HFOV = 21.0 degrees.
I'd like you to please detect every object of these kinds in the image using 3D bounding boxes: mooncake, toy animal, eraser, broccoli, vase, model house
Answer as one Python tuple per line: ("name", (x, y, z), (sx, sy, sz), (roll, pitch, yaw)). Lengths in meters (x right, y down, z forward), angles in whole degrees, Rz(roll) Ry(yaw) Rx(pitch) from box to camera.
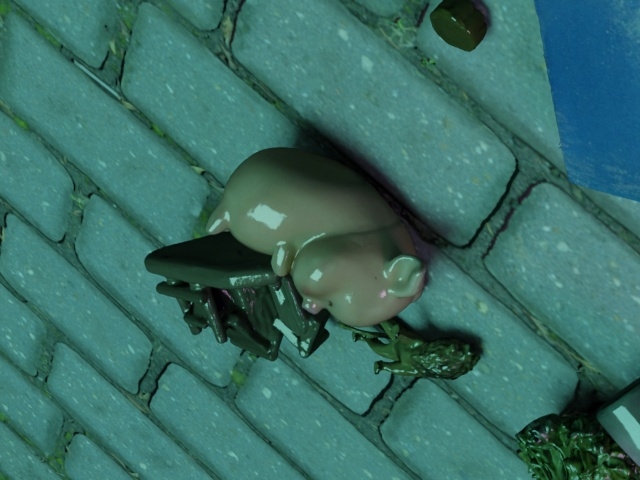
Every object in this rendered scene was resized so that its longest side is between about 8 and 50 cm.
("mooncake", (0.137, -0.300, 1.538), (0.150, 0.057, 0.347), (33, 145, 0))
("toy animal", (0.089, 0.125, 2.046), (0.220, 0.086, 0.069), (19, 100, 45))
("eraser", (0.265, -0.169, 1.542), (0.144, 0.042, 0.311), (17, 137, 38))
("broccoli", (0.247, 0.306, 1.867), (0.177, 0.275, 0.198), (42, 154, 4))
("vase", (0.382, 0.240, 1.784), (0.214, 0.086, 0.086), (53, 149, 5))
("toy animal", (0.006, -0.006, 1.933), (0.250, 0.166, 0.154), (38, 104, 4))
("model house", (-0.089, 0.075, 2.161), (0.229, 0.122, 0.188), (7, 133, 43))
